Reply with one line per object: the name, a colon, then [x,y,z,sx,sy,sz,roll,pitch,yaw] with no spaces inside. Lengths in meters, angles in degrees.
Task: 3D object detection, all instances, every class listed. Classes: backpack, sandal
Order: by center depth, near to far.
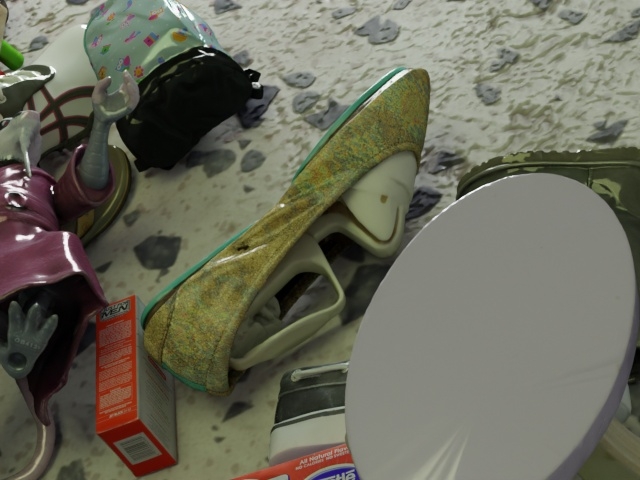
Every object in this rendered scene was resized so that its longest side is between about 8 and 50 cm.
sandal: [-0.243,-0.025,1.885,0.072,0.049,0.180,16,62,39]
backpack: [-0.154,-0.171,1.918,0.152,0.115,0.182,-34,40,3]

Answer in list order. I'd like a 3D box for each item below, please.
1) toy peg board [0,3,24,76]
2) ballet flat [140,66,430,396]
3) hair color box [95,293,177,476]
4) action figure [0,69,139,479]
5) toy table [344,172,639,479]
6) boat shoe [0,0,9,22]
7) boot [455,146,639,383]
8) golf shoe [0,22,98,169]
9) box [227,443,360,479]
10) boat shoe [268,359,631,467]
toy peg board: [-0.395,-0.154,2.087,0.161,0.079,0.161,-7,65,28]
ballet flat: [0.000,0.000,1.688,0.348,0.123,0.123,-44,44,-12]
hair color box: [-0.158,0.124,1.686,0.043,0.072,0.141,-20,43,15]
action figure: [-0.268,0.014,1.770,0.248,0.276,0.370,-7,35,1]
toy table: [0.126,0.111,1.301,0.252,0.161,0.274,20,58,29]
boat shoe: [-0.504,-0.274,2.209,0.355,0.130,0.132,12,62,31]
boot: [0.190,0.025,1.580,0.189,0.076,0.209,-10,55,26]
golf shoe: [-0.295,-0.131,1.963,0.105,0.120,0.273,6,54,37]
box: [0.015,0.238,1.441,0.256,0.123,0.128,-19,46,14]
boat shoe: [0.095,0.115,1.510,0.301,0.108,0.102,-15,57,32]
